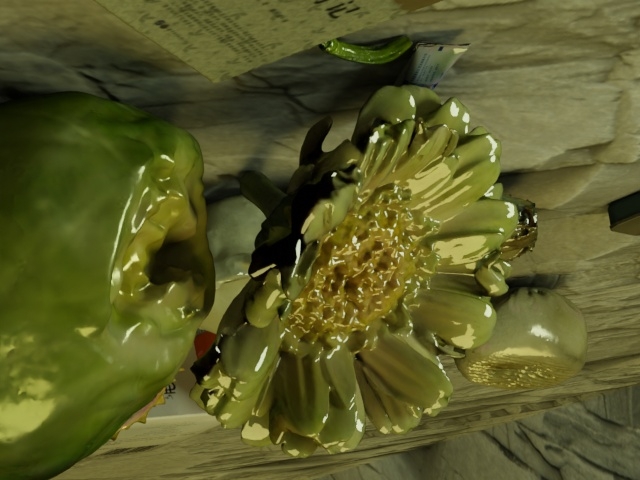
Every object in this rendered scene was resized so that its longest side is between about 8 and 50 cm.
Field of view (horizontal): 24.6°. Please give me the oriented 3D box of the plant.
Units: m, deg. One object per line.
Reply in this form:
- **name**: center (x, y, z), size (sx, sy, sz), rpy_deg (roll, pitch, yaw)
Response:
- **plant**: center (0.009, -0.008, 1.172), size (0.305, 0.297, 0.261), rpy_deg (-22, 152, -14)

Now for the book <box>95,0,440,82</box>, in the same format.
- **book**: center (0.023, -0.187, 0.942), size (0.310, 0.021, 0.217), rpy_deg (-18, 163, 16)

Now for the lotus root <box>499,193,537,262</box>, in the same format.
- **lotus root**: center (0.155, -0.018, 1.538), size (0.144, 0.070, 0.143), rpy_deg (-11, 159, 9)

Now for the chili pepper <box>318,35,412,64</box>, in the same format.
- **chili pepper**: center (0.031, -0.144, 1.100), size (0.083, 0.017, 0.030), rpy_deg (0, 158, -37)

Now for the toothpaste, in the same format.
- **toothpaste**: center (0.071, -0.120, 1.195), size (0.045, 0.028, 0.170), rpy_deg (2, 158, -17)

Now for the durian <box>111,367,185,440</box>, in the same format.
- **durian**: center (-0.268, 0.145, 1.625), size (0.260, 0.187, 0.154), rpy_deg (4, 155, -9)

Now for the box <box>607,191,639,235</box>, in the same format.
- **box**: center (0.403, -0.043, 1.713), size (0.126, 0.031, 0.091), rpy_deg (-25, 160, 35)

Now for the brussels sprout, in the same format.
- **brussels sprout**: center (-0.212, 0.041, 1.086), size (0.344, 0.268, 0.344), rpy_deg (-22, 165, -6)

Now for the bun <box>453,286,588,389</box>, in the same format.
- **bun**: center (0.270, 0.129, 2.036), size (0.193, 0.128, 0.178), rpy_deg (11, 154, -30)

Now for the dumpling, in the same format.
- **dumpling**: center (-0.062, 0.024, 1.387), size (0.250, 0.132, 0.162), rpy_deg (-2, 170, -43)

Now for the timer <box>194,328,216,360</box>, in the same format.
- **timer**: center (-0.087, 0.140, 1.793), size (0.136, 0.136, 0.099), rpy_deg (-10, 169, -9)

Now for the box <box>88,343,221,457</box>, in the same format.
- **box**: center (-0.272, 0.201, 1.856), size (0.274, 0.116, 0.203), rpy_deg (1, 160, -39)
